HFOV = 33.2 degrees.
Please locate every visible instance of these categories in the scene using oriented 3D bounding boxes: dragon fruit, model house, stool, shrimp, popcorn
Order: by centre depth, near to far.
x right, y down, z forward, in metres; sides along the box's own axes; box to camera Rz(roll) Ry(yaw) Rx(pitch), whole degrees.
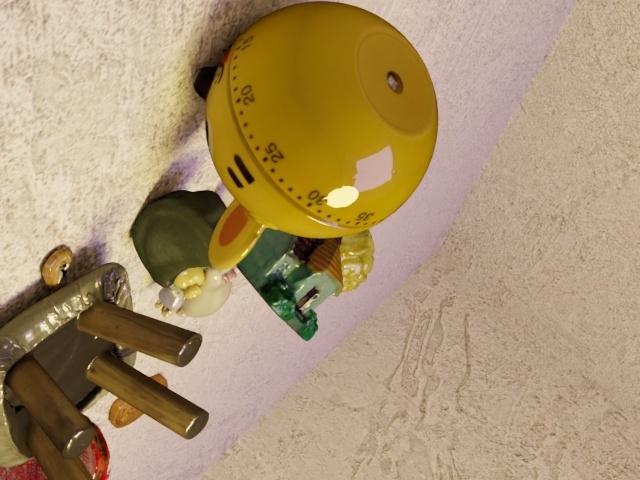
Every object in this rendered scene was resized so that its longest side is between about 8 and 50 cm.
[{"bbox_3d":[-0.387,0.044,1.591,0.059,0.023,0.108,-52,170,-26],"label":"shrimp"},{"bbox_3d":[-0.345,0.239,1.639,0.310,0.226,0.310,-39,152,-31],"label":"stool"},{"bbox_3d":[-0.476,0.398,1.891,0.147,0.211,0.282,-7,116,-82],"label":"dragon fruit"},{"bbox_3d":[-0.027,0.017,2.104,0.249,0.230,0.280,-40,156,-1],"label":"model house"},{"bbox_3d":[0.000,0.000,2.338,0.212,0.259,0.259,-31,163,-11],"label":"popcorn"}]

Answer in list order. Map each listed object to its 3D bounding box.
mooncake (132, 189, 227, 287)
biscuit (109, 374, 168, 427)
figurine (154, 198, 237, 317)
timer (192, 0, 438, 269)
[{"bbox_3d":[-0.211,0.000,1.725,0.104,0.175,0.168,-28,130,-57],"label":"mooncake"},{"bbox_3d":[-0.408,0.363,2.408,0.142,0.029,0.220,-51,167,10],"label":"biscuit"},{"bbox_3d":[-0.208,0.030,1.921,0.155,0.127,0.235,-13,145,-34],"label":"figurine"},{"bbox_3d":[-0.029,-0.156,1.566,0.387,0.376,0.376,-27,-175,42],"label":"timer"}]
